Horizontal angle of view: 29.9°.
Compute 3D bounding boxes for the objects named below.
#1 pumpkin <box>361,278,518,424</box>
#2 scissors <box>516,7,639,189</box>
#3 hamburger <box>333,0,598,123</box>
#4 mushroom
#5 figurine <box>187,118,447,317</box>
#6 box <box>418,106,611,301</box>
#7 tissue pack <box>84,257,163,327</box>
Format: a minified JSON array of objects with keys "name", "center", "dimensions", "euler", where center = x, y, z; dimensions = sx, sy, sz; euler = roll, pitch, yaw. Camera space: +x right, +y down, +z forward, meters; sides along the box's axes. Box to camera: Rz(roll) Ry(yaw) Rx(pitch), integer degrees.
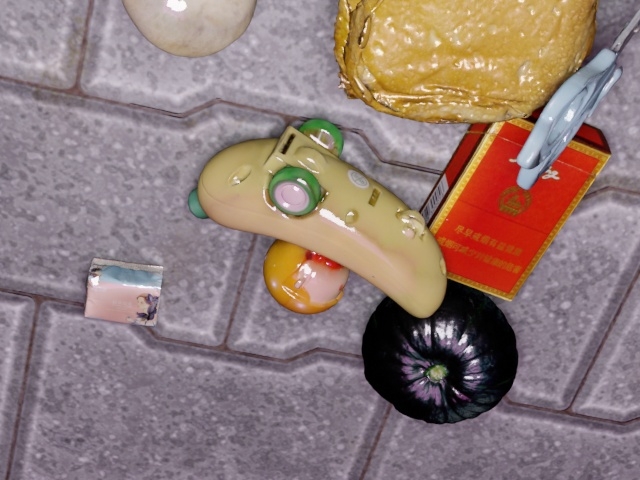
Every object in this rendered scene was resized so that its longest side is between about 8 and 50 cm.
[{"name":"pumpkin","center":[0.153,0.141,1.541],"dimensions":[0.202,0.140,0.202],"euler":[4,114,9]},{"name":"scissors","center":[0.325,-0.208,1.292],"dimensions":[0.029,0.191,0.360],"euler":[38,86,15]},{"name":"hamburger","center":[0.149,-0.264,1.245],"dimensions":[0.319,0.158,0.318],"euler":[-8,126,-11]},{"name":"mushroom","center":[-0.141,-0.267,1.264],"dimensions":[0.154,0.122,0.154],"euler":[-1,91,-31]},{"name":"figurine","center":[0.000,0.000,1.426],"dimensions":[0.325,0.124,0.222],"euler":[33,128,-8]},{"name":"box","center":[0.222,-0.053,1.458],"dimensions":[0.153,0.074,0.239],"euler":[22,121,-12]},{"name":"tissue pack","center":[-0.250,0.065,1.518],"dimensions":[0.094,0.058,0.074],"euler":[8,125,-7]}]
